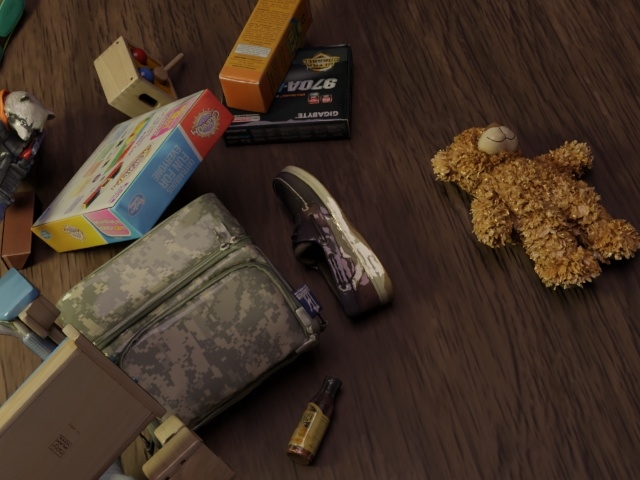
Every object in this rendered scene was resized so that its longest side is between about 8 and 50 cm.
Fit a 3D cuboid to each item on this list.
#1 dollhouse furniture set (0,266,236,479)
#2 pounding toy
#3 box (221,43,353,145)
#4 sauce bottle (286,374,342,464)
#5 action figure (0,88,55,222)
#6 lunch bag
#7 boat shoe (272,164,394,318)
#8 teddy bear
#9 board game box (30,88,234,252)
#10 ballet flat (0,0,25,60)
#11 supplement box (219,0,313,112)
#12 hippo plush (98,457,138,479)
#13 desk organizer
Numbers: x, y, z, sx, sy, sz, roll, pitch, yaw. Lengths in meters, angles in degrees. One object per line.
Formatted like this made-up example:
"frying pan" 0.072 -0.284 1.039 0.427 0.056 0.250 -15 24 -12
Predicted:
"dollhouse furniture set" -0.307 0.216 1.273 0.198 0.286 0.303 -47 26 -10
"pounding toy" -0.298 -0.280 1.864 0.100 0.141 0.130 -38 53 18
"box" -0.056 -0.248 1.840 0.220 0.051 0.175 -2 55 8
"sauce bottle" -0.006 0.247 1.499 0.042 0.042 0.128 14 58 18
"action figure" -0.575 -0.124 1.722 0.330 0.178 0.341 -33 25 6
"lunch bag" -0.178 0.120 1.524 0.305 0.212 0.256 -36 77 -12
"boat shoe" 0.000 0.000 1.632 0.092 0.103 0.285 -30 62 -17
"teddy bear" 0.322 -0.066 1.617 0.245 0.113 0.338 -19 55 -6
"board game box" -0.295 -0.100 1.660 0.316 0.064 0.242 -7 43 55
"ballet flat" -0.627 -0.379 2.023 0.077 0.077 0.231 -7 49 31
"supplement box" -0.089 -0.327 1.822 0.080 0.078 0.233 10 57 17
"hippo plush" -0.226 0.326 1.354 0.236 0.294 0.234 -3 79 -3
"desk organizer" -0.486 -0.017 1.758 0.050 0.047 0.130 -8 55 1
